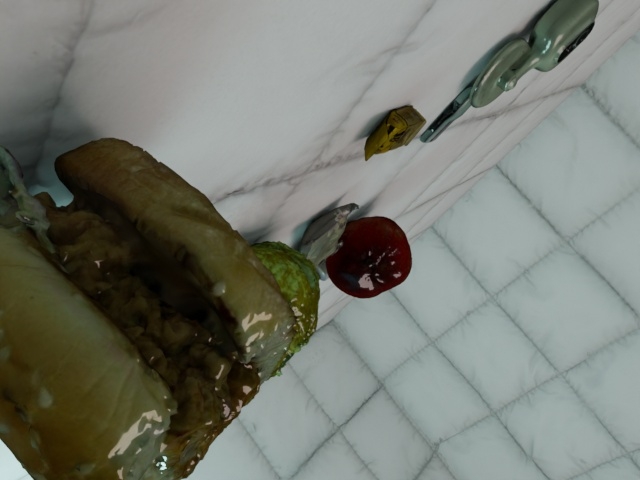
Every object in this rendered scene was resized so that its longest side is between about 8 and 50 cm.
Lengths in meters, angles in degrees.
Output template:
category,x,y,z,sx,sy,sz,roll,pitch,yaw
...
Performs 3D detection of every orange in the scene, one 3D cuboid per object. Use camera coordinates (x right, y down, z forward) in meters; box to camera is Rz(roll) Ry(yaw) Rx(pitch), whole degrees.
category,x,y,z,sx,sy,sz,roll,pitch,yaw
orange,-0.119,0.137,1.047,0.300,0.223,0.301,-35,169,-50

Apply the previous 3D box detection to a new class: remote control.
category,x,y,z,sx,sy,sz,roll,pitch,yaw
remote control,0.285,-0.271,1.244,0.065,0.029,0.166,-27,163,-52

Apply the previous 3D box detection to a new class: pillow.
category,x,y,z,sx,sy,sz,roll,pitch,yaw
pillow,0.000,0.000,1.312,0.169,0.059,0.255,-36,167,-20

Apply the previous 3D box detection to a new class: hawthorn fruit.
category,x,y,z,sx,sy,sz,roll,pitch,yaw
hawthorn fruit,0.132,0.045,1.551,0.230,0.210,0.266,-38,174,7

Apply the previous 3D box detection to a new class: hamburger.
category,x,y,z,sx,sy,sz,roll,pitch,yaw
hamburger,-0.166,0.063,0.459,0.195,0.277,0.318,-39,165,-25

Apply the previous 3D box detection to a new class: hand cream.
category,x,y,z,sx,sy,sz,roll,pitch,yaw
hand cream,0.070,0.029,1.679,0.276,0.059,0.095,-40,169,-25

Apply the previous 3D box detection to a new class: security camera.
category,x,y,z,sx,sy,sz,roll,pitch,yaw
security camera,0.423,-0.365,1.145,0.301,0.080,0.157,-41,161,-2

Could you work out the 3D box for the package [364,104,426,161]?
category,x,y,z,sx,sy,sz,roll,pitch,yaw
package,0.121,-0.187,0.996,0.131,0.047,0.071,-28,166,-42
